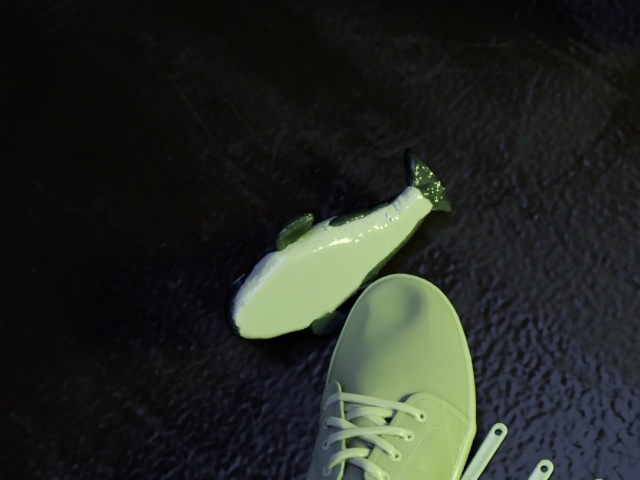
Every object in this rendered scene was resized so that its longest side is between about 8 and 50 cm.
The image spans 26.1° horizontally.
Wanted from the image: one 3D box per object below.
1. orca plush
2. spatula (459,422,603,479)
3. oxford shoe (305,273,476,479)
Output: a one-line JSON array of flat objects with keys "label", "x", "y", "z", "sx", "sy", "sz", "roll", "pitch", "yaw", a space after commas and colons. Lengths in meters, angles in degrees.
[{"label": "orca plush", "x": 0.000, "y": 0.000, "z": 1.549, "sx": 0.287, "sy": 0.151, "sz": 0.102, "roll": -47, "pitch": 35, "yaw": -6}, {"label": "spatula", "x": 0.173, "y": 0.315, "z": 1.419, "sx": 0.168, "sy": 0.019, "sz": 0.242, "roll": 29, "pitch": 76, "yaw": 23}, {"label": "oxford shoe", "x": 0.057, "y": 0.219, "z": 1.398, "sx": 0.169, "sy": 0.130, "sz": 0.449, "roll": 1, "pitch": 57, "yaw": 21}]
